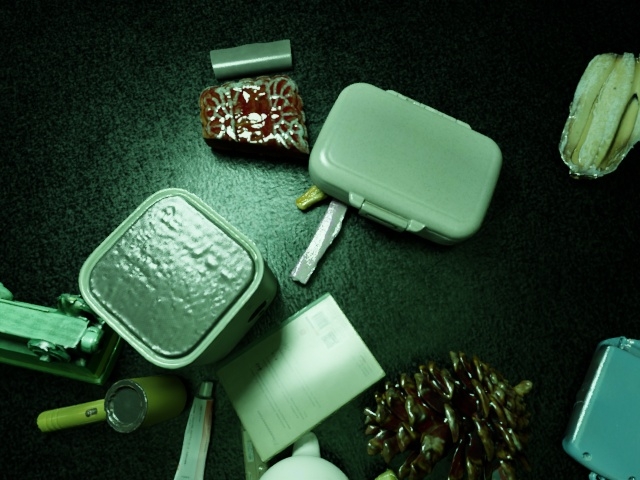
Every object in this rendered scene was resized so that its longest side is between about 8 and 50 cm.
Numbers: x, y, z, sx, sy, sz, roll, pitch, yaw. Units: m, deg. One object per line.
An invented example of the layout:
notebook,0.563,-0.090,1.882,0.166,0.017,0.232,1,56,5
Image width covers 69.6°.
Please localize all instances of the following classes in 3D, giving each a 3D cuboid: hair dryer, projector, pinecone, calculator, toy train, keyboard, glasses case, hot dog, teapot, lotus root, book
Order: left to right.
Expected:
toy train,-0.533,0.171,0.860,0.301,0.202,0.120,11,58,3
hair dryer,-0.406,0.320,0.877,0.279,0.135,0.090,-15,76,14
projector,-0.240,0.080,0.855,0.248,0.249,0.248,39,79,8
glasses case,-0.162,-0.430,1.089,0.191,0.042,0.071,-10,69,-2
keyboard,-0.126,0.407,0.896,0.049,0.015,0.129,-10,77,3
book,-0.044,0.259,0.907,0.283,0.025,0.214,-31,66,-7
teapot,-0.030,0.502,0.811,0.205,0.139,0.297,6,74,0
hot dog,0.006,-0.111,1.014,0.137,0.028,0.044,-38,53,-11
pinecone,0.226,0.321,0.806,0.310,0.244,0.243,-20,76,15
lotus root,0.640,-0.267,1.031,0.167,0.078,0.329,23,78,29
calculator,0.585,0.333,0.891,0.173,0.051,0.292,27,79,6

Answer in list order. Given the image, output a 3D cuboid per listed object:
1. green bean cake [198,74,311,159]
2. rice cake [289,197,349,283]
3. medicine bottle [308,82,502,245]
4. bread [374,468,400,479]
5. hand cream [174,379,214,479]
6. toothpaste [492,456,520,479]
green bean cake,-0.146,-0.258,1.015,0.233,0.097,0.198,-7,77,-2
rice cake,0.000,0.000,0.983,0.047,0.036,0.206,31,78,-3
medicine bottle,0.176,-0.159,0.967,0.376,0.123,0.282,25,72,-1
bread,0.147,0.481,0.806,0.064,0.156,0.117,-41,115,-3
hand cream,-0.238,0.383,0.894,0.053,0.038,0.216,6,81,26
toothpaste,0.390,0.497,0.856,0.070,0.044,0.193,-36,79,-9
